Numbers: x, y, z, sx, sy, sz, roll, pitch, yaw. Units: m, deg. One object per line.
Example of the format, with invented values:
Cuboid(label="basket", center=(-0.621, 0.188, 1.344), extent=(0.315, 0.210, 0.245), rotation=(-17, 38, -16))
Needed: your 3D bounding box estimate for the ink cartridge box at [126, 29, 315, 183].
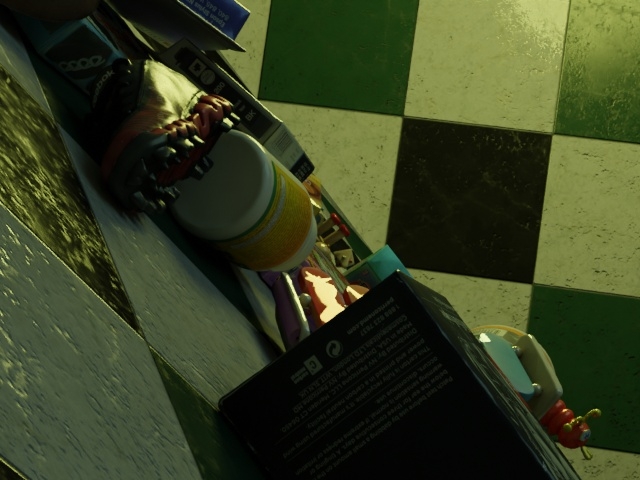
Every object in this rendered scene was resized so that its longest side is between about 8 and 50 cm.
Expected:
Cuboid(label="ink cartridge box", center=(-0.107, -0.157, 1.899), extent=(0.208, 0.045, 0.206), rotation=(41, -1, 14))

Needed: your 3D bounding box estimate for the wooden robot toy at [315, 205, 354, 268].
Cuboid(label="wooden robot toy", center=(0.000, 0.000, 2.596), extent=(0.173, 0.076, 0.079), rotation=(49, 16, -28))

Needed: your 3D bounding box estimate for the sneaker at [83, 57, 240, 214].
Cuboid(label="sneaker", center=(-0.169, -0.103, 1.574), extent=(0.135, 0.097, 0.276), rotation=(34, 17, 0))

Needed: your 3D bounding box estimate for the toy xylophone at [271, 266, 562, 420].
Cuboid(label="toy xylophone", center=(0.082, 0.110, 1.771), extent=(0.323, 0.081, 0.236), rotation=(11, 28, -29))

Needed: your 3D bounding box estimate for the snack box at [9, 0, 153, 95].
Cuboid(label="snack box", center=(-0.255, -0.223, 1.827), extent=(0.187, 0.060, 0.322), rotation=(55, 5, 23))

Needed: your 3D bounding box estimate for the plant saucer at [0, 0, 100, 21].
Cuboid(label="plant saucer", center=(-0.285, -0.281, 1.648), extent=(0.168, 0.029, 0.168), rotation=(24, 35, -19))

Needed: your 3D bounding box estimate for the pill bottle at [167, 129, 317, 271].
Cuboid(label="pill bottle", center=(-0.075, -0.034, 1.792), extent=(0.117, 0.117, 0.208), rotation=(54, 5, 22))

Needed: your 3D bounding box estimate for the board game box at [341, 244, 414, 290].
Cuboid(label="board game box", center=(0.106, 0.121, 2.324), extent=(0.210, 0.047, 0.160), rotation=(52, -31, -3))

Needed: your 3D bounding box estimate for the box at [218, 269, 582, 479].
Cuboid(label="box", center=(0.109, 0.208, 1.399), extent=(0.312, 0.179, 0.343), rotation=(54, 5, 10))

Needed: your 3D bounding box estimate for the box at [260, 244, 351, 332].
Cuboid(label="box", center=(-0.002, 0.064, 2.134), extent=(0.293, 0.057, 0.201), rotation=(49, 6, -37))

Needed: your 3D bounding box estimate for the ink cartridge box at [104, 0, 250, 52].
Cuboid(label="ink cartridge box", center=(-0.227, -0.316, 1.858), extent=(0.304, 0.072, 0.307), rotation=(36, -9, -20))

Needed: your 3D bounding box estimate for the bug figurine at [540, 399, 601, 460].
Cuboid(label="bug figurine", center=(0.170, 0.199, 1.852), extent=(0.216, 0.072, 0.279), rotation=(40, 39, 24))

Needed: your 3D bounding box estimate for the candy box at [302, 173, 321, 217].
Cuboid(label="candy box", center=(-0.089, -0.084, 2.016), extent=(0.187, 0.053, 0.109), rotation=(33, 18, -11))

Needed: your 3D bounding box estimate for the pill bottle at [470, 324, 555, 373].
Cuboid(label="pill bottle", center=(0.195, 0.209, 2.101), extent=(0.162, 0.162, 0.278), rotation=(52, 20, 2))
